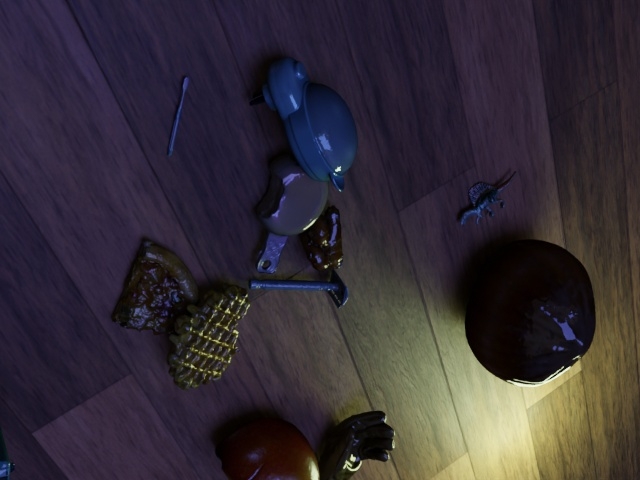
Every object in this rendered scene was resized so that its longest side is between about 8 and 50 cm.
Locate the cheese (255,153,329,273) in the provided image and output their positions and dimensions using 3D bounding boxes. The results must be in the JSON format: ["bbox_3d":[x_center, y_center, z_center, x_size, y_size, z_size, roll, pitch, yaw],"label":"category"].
[{"bbox_3d":[-0.081,-0.052,1.706,0.163,0.082,0.286,13,108,-34],"label":"cheese"}]

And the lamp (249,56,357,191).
[{"bbox_3d":[-0.017,-0.248,1.575,0.147,0.209,0.284,-38,106,25],"label":"lamp"}]

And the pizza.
[{"bbox_3d":[-0.358,0.133,1.649,0.197,0.058,0.292,-25,125,-19],"label":"pizza"}]

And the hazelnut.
[{"bbox_3d":[0.570,0.203,2.089,0.359,0.359,0.410,1,105,-32],"label":"hazelnut"}]

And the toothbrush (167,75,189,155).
[{"bbox_3d":[-0.287,-0.248,1.523,0.011,0.014,0.167,3,115,-34],"label":"toothbrush"}]

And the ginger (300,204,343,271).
[{"bbox_3d":[0.000,0.000,1.792,0.103,0.073,0.162,-21,118,-37],"label":"ginger"}]

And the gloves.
[{"bbox_3d":[0.081,0.589,2.107,0.154,0.141,0.331,33,106,-13],"label":"gloves"}]

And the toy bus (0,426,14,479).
[{"bbox_3d":[-0.684,0.421,1.482,0.128,0.256,0.147,0,111,-31],"label":"toy bus"}]

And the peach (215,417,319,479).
[{"bbox_3d":[-0.135,0.567,1.918,0.274,0.248,0.245,44,53,-26],"label":"peach"}]

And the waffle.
[{"bbox_3d":[-0.249,0.224,1.732,0.249,0.056,0.253,-39,142,-34],"label":"waffle"}]

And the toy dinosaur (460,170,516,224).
[{"bbox_3d":[0.439,-0.117,2.016,0.106,0.044,0.187,21,104,-21],"label":"toy dinosaur"}]

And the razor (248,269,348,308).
[{"bbox_3d":[-0.058,0.108,1.815,0.232,0.106,0.068,3,113,-20],"label":"razor"}]
